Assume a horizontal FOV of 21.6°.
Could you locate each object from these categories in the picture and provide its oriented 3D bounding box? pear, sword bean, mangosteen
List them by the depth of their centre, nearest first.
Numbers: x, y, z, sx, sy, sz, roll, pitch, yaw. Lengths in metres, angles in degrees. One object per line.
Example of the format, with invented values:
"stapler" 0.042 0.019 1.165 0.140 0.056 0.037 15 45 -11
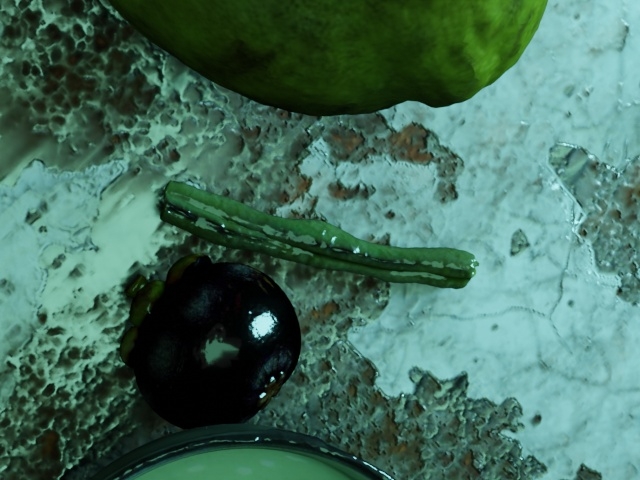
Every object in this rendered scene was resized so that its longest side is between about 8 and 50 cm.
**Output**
"pear" -0.008 -0.281 1.187 0.352 0.352 0.413 -31 103 -8
"mangosteen" -0.094 0.074 1.306 0.151 0.137 0.137 33 87 21
"sword bean" 0.001 0.000 1.358 0.269 0.038 0.043 13 117 -13

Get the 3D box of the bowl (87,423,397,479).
"bowl" -0.073 0.292 1.279 0.354 0.185 0.353 -2 101 -12
